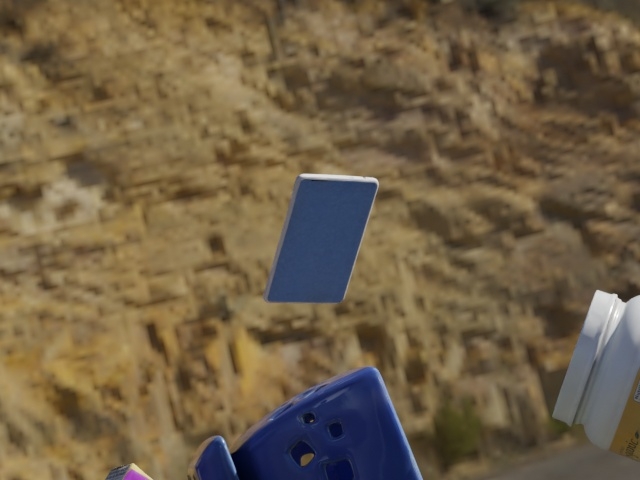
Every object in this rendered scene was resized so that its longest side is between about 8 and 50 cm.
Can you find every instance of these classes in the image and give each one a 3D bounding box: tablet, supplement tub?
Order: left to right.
[{"bbox_3d":[0.000,0.000,1.005,0.054,0.083,0.006,2,28,-29],"label":"tablet"},{"bbox_3d":[0.319,0.133,1.537,0.199,0.144,0.144,19,-1,10],"label":"supplement tub"}]

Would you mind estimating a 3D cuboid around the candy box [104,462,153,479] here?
[{"bbox_3d":[-0.199,0.326,1.701,0.053,0.109,0.187,-22,31,53],"label":"candy box"}]

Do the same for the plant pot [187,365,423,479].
[{"bbox_3d":[-0.011,0.276,1.797,0.212,0.236,0.236,-20,-4,-10],"label":"plant pot"}]
